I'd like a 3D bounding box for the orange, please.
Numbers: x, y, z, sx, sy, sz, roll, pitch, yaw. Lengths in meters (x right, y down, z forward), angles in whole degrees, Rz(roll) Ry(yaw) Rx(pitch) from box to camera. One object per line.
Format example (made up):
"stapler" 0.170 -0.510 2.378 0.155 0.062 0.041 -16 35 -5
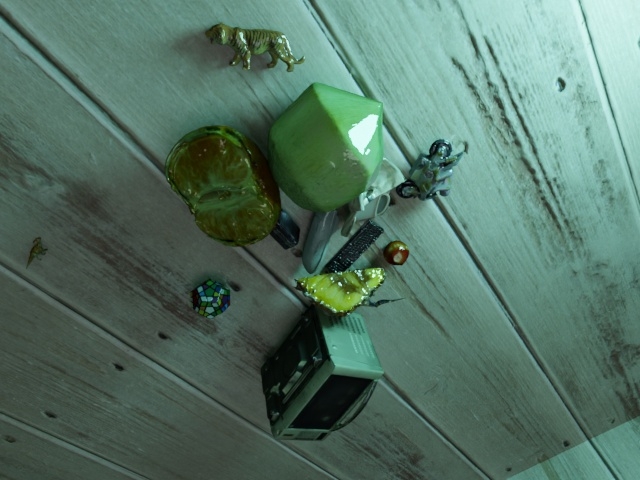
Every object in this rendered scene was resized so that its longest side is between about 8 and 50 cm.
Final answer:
"orange" -0.252 -0.151 1.243 0.263 0.196 0.334 -24 127 12

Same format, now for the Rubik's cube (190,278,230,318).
"Rubik's cube" -0.358 0.189 1.514 0.133 0.133 0.112 30 87 -27

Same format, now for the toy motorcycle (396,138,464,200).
"toy motorcycle" 0.343 -0.192 1.405 0.152 0.073 0.225 26 125 -16

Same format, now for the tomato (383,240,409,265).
"tomato" 0.256 0.044 1.553 0.087 0.075 0.087 -4 121 -7

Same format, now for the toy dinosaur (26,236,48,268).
"toy dinosaur" -0.835 0.042 1.371 0.041 0.026 0.113 22 109 -16

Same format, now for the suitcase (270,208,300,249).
"suitcase" -0.117 -0.037 1.420 0.059 0.086 0.126 -24 126 25

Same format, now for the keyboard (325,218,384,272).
"keyboard" 0.112 0.029 1.547 0.072 0.023 0.231 32 113 -25

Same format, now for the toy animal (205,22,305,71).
"toy animal" -0.155 -0.467 1.131 0.241 0.057 0.099 -1 124 -10

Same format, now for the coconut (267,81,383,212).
"coconut" 0.027 -0.241 1.174 0.328 0.328 0.281 -40 126 16

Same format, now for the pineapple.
"pineapple" 0.088 0.194 1.563 0.335 0.158 0.161 -11 147 -14

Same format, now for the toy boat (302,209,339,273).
"toy boat" 0.000 0.000 1.476 0.085 0.078 0.260 -6 127 -36

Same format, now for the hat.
"hat" 0.122 -0.132 1.394 0.164 0.219 0.226 58 141 0

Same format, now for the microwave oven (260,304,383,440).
"microwave oven" -0.016 0.464 1.634 0.247 0.333 0.394 21 117 -27
